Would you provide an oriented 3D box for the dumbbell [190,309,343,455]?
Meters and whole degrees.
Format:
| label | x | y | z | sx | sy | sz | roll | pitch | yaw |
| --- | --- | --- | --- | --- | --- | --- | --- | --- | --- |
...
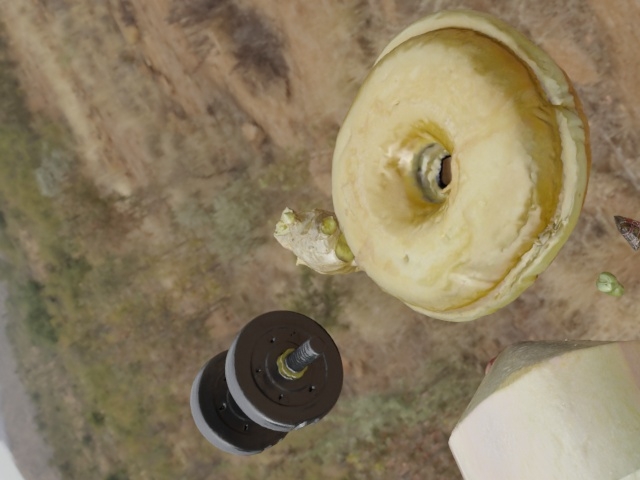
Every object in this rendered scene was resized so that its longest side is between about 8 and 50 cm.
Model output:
| label | x | y | z | sx | sy | sz | roll | pitch | yaw |
| --- | --- | --- | --- | --- | --- | --- | --- | --- | --- |
| dumbbell | -0.070 | 0.181 | 1.092 | 0.143 | 0.143 | 0.325 | 55 | 146 | 6 |

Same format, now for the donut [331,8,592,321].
| label | x | y | z | sx | sy | sz | roll | pitch | yaw |
| --- | --- | --- | --- | --- | --- | --- | --- | --- | --- |
| donut | 0.186 | -0.104 | 1.268 | 0.449 | 0.198 | 0.448 | 9 | 103 | 46 |

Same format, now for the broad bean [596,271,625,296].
| label | x | y | z | sx | sy | sz | roll | pitch | yaw |
| --- | --- | --- | --- | --- | --- | --- | --- | --- | --- |
| broad bean | 0.634 | 0.098 | 1.921 | 0.063 | 0.045 | 0.083 | 18 | 171 | 40 |

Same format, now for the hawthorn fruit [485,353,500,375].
| label | x | y | z | sx | sy | sz | roll | pitch | yaw |
| --- | --- | --- | --- | --- | --- | --- | --- | --- | --- |
| hawthorn fruit | 0.335 | 0.245 | 1.557 | 0.093 | 0.093 | 0.093 | 44 | 154 | 29 |

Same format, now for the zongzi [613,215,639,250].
| label | x | y | z | sx | sy | sz | roll | pitch | yaw |
| --- | --- | --- | --- | --- | --- | --- | --- | --- | --- |
| zongzi | 0.663 | -0.024 | 1.891 | 0.083 | 0.073 | 0.067 | 35 | 110 | 15 |

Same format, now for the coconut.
| label | x | y | z | sx | sy | sz | roll | pitch | yaw |
| --- | --- | --- | --- | --- | --- | --- | --- | --- | --- |
| coconut | 0.247 | 0.209 | 0.864 | 0.239 | 0.239 | 0.244 | 98 | 156 | -57 |

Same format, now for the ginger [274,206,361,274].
| label | x | y | z | sx | sy | sz | roll | pitch | yaw |
| --- | --- | --- | --- | --- | --- | --- | --- | --- | --- |
| ginger | 0.000 | 0.000 | 1.627 | 0.157 | 0.102 | 0.216 | 6 | 154 | 43 |
